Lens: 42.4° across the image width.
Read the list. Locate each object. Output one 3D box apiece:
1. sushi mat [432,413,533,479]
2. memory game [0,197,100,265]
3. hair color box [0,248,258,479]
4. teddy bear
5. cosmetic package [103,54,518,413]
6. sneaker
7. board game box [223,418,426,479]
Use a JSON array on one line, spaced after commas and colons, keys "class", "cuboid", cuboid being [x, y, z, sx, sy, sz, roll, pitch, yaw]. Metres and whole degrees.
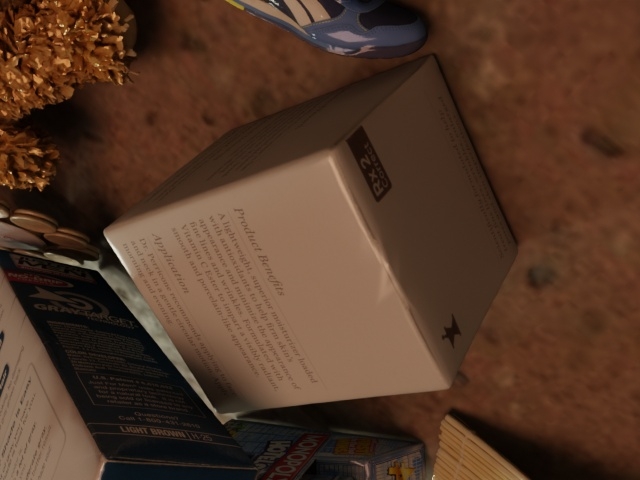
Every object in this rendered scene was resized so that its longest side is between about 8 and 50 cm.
[{"class": "sushi mat", "cuboid": [0.193, 0.266, 0.589, 0.316, 0.019, 0.151, 36, 135, 41]}, {"class": "memory game", "cuboid": [-0.280, -0.013, 0.695, 0.186, 0.012, 0.186, 11, 163, 3]}, {"class": "hair color box", "cuboid": [-0.187, 0.146, 0.605, 0.347, 0.105, 0.173, 33, 104, 53]}, {"class": "teddy bear", "cuboid": [-0.273, -0.142, 0.614, 0.338, 0.113, 0.245, -2, 116, 30]}, {"class": "cosmetic package", "cuboid": [0.000, 0.000, 0.526, 0.184, 0.151, 0.151, -14, 113, 35]}, {"class": "sneaker", "cuboid": [0.000, -0.154, 0.492, 0.144, 0.053, 0.059, 26, 127, 11]}, {"class": "board game box", "cuboid": [-0.018, 0.201, 0.666, 0.194, 0.194, 0.060, -2, 93, 15]}]
